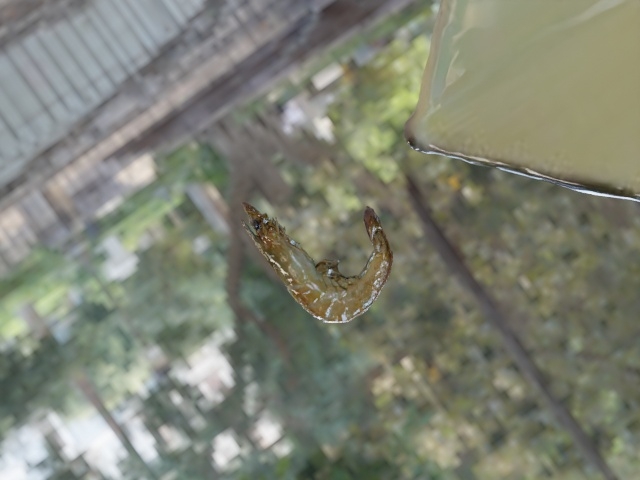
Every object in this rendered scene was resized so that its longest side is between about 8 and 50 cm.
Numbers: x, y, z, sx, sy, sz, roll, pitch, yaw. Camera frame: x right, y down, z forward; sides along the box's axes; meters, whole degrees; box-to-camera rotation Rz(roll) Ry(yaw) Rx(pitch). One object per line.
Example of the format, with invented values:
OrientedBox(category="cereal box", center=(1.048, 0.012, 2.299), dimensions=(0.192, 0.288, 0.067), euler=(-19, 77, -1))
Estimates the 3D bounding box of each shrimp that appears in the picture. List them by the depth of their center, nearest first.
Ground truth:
OrientedBox(category="shrimp", center=(0.000, 0.000, 1.291), dimensions=(0.083, 0.114, 0.023), euler=(-45, -173, -4))

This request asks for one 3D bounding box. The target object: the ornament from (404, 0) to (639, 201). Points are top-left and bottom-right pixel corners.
OrientedBox(category="ornament", center=(0.106, -0.084, 0.672), dimensions=(0.180, 0.201, 0.059), euler=(-31, 174, 15))
